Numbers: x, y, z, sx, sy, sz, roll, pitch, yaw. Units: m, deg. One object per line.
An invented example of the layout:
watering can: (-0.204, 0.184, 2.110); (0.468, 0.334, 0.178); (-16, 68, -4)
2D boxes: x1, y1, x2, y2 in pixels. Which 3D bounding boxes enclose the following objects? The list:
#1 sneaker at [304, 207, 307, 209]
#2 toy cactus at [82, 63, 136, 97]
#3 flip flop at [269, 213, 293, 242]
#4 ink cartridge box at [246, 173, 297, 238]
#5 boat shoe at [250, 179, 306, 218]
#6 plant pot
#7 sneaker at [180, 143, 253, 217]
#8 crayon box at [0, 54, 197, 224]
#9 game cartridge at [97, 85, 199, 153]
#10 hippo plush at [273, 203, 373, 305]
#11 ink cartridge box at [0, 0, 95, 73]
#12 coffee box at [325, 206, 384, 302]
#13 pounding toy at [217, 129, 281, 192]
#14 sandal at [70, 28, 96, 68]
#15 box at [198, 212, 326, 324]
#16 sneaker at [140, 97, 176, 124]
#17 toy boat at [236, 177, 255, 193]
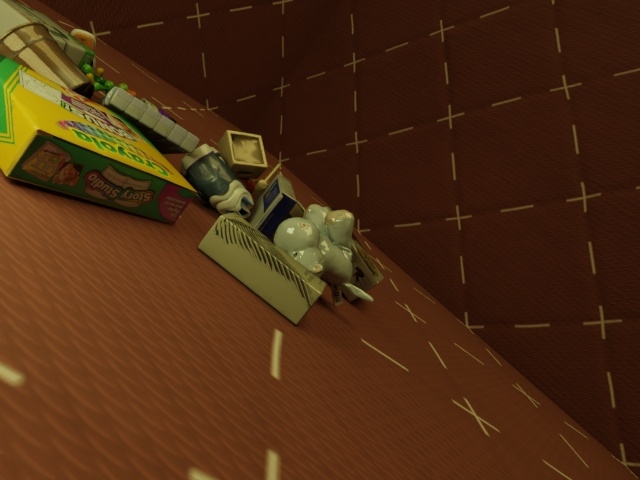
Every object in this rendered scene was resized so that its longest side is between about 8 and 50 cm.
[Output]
sneaker: (-0.003, -0.041, 1.851); (0.180, 0.124, 0.321); (27, 14, -44)
toy cactus: (-0.695, -0.481, 1.548); (0.219, 0.112, 0.180); (32, -8, -18)
flip flop: (-0.121, -0.013, 1.452); (0.112, 0.080, 0.277); (52, 22, -14)
ink cartridge box: (-0.150, -0.084, 1.363); (0.069, 0.175, 0.371); (36, 10, -14)
boat shoe: (-0.137, -0.124, 1.795); (0.324, 0.116, 0.097); (36, 11, 26)
plant pot: (-0.634, -0.378, 1.078); (0.165, 0.167, 0.167); (45, 8, -10)
sneaker: (-0.304, -0.158, 1.406); (0.236, 0.130, 0.323); (54, -6, -10)
crayon box: (-0.469, -0.195, 0.920); (0.313, 0.106, 0.363); (42, 10, 26)
game cartridge: (-0.485, -0.318, 1.270); (0.230, 0.068, 0.355); (37, -11, -31)
hippo plush: (-0.041, 0.049, 1.228); (0.237, 0.234, 0.294); (-8, 87, -53)
ink cartridge box: (-0.848, -0.595, 1.378); (0.211, 0.121, 0.289); (37, 10, -8)
coffee box: (0.072, 0.041, 1.542); (0.297, 0.119, 0.168); (56, 12, 7)
pounding toy: (-0.230, -0.244, 1.550); (0.181, 0.094, 0.205); (0, 67, -36)
sandal: (-0.834, -0.630, 1.605); (0.102, 0.076, 0.265); (13, -15, -25)
box: (-0.124, 0.058, 1.033); (0.275, 0.094, 0.113); (37, 10, 0)
sneaker: (-0.549, -0.398, 1.605); (0.146, 0.102, 0.293); (31, 12, -38)
toy boat: (-0.310, -0.255, 1.653); (0.231, 0.151, 0.151); (45, 12, 37)
